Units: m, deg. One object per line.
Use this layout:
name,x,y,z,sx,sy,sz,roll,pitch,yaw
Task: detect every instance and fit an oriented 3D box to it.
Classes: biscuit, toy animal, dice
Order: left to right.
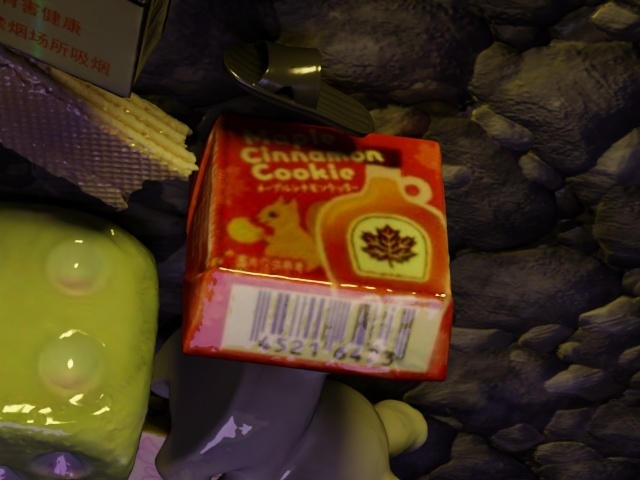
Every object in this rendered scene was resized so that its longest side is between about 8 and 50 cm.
dice,-0.302,0.123,1.711,0.250,0.252,0.254,10,149,-11
biscuit,-0.223,-0.108,1.521,0.108,0.061,0.239,-23,139,36
toy animal,-0.001,0.205,1.885,0.241,0.196,0.367,-30,133,23

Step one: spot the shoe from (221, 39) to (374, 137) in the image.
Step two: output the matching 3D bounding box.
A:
shoe,-0.008,-0.138,1.467,0.159,0.062,0.053,25,128,-31

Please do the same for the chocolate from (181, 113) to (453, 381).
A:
chocolate,0.000,0.000,1.534,0.237,0.234,0.108,7,134,-6

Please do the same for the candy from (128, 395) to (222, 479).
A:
candy,-0.105,0.277,2.050,0.276,0.088,0.146,10,117,-13

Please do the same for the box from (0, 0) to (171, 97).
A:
box,-0.189,-0.252,1.219,0.198,0.084,0.310,24,146,2
